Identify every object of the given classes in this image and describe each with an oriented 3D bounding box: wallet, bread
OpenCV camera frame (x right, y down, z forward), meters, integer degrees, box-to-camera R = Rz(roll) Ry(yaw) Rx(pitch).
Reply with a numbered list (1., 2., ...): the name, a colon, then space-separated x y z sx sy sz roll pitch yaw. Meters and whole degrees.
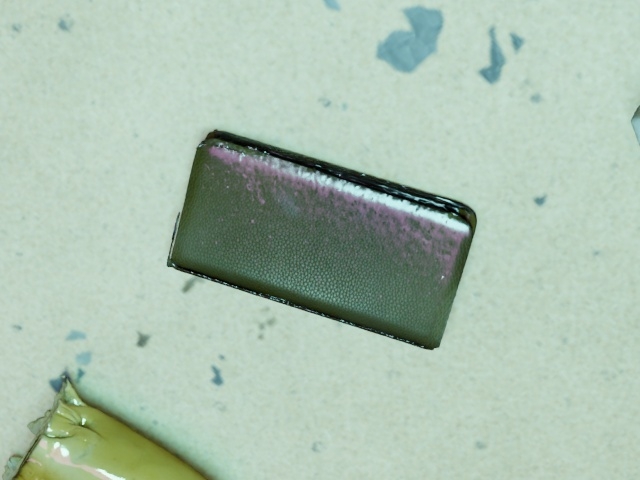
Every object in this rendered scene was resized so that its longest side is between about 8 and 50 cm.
1. wallet: 0.000 0.000 1.071 0.198 0.031 0.110 17 116 5
2. bread: -0.155 0.197 1.162 0.173 0.085 0.134 35 113 -3

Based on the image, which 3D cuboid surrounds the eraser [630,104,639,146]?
1. eraser: 0.315 0.019 0.955 0.174 0.095 0.270 -18 99 20
